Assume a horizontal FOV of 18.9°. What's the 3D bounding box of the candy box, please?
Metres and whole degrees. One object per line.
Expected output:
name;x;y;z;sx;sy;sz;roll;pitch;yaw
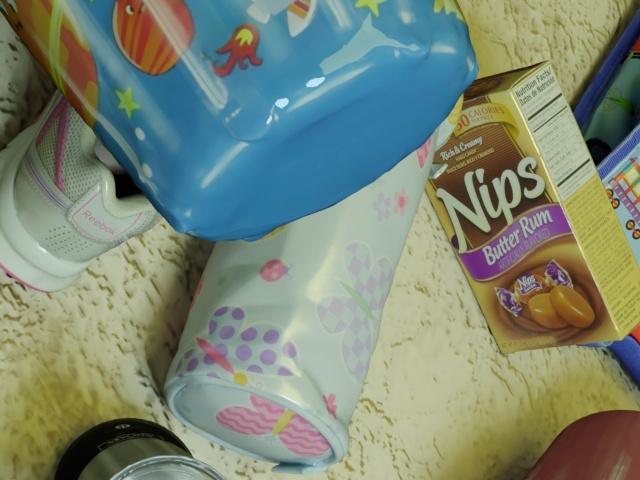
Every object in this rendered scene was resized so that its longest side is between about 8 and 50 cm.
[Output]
candy box;0.135;-0.019;1.279;0.053;0.109;0.186;-36;106;-40

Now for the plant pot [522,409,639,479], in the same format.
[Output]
plant pot;0.188;0.214;1.245;0.201;0.201;0.180;56;36;-20

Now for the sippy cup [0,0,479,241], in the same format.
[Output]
sippy cup;-0.047;-0.129;0.920;0.224;0.305;0.240;58;25;15

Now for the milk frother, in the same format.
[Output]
milk frother;-0.100;0.179;1.010;0.129;0.135;0.143;-25;98;-11

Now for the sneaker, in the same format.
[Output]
sneaker;-0.094;-0.088;1.078;0.103;0.111;0.252;35;60;-33

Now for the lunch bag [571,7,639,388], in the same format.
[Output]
lunch bag;0.279;-0.025;1.414;0.293;0.138;0.221;-50;119;-25

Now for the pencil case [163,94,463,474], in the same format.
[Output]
pencil case;0.000;0.000;1.150;0.124;0.113;0.273;53;49;-48
